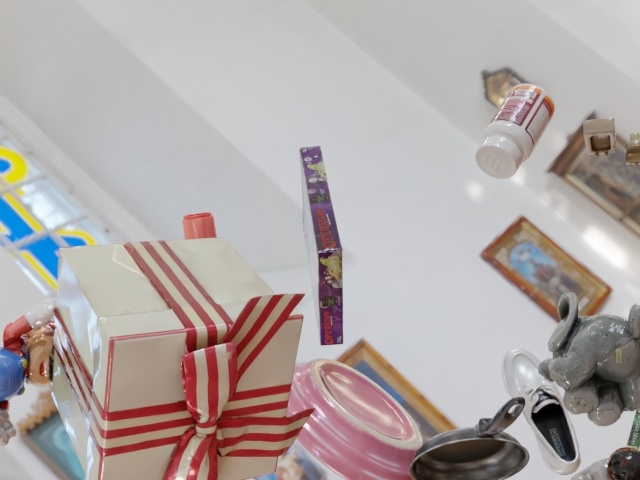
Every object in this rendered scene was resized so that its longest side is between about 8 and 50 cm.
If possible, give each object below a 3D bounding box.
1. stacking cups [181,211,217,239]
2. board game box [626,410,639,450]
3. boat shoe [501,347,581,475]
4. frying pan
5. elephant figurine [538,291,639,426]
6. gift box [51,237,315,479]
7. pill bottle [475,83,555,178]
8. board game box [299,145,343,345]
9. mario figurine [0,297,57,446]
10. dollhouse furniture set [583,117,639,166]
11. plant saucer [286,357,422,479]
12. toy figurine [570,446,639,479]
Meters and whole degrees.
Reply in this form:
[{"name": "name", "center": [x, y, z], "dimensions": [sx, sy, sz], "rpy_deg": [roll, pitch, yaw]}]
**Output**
[{"name": "stacking cups", "center": [-0.223, 0.102, 1.681], "dimensions": [0.096, 0.316, 0.096], "rpy_deg": [-7, 4, 1]}, {"name": "board game box", "center": [0.654, 0.424, 1.744], "dimensions": [0.259, 0.030, 0.136], "rpy_deg": [-46, -38, -49]}, {"name": "boat shoe", "center": [0.423, 0.310, 1.588], "dimensions": [0.095, 0.258, 0.084], "rpy_deg": [-23, -28, -6]}, {"name": "frying pan", "center": [0.228, 0.320, 1.334], "dimensions": [0.197, 0.053, 0.326], "rpy_deg": [-11, -39, 8]}, {"name": "elephant figurine", "center": [0.417, 0.164, 1.316], "dimensions": [0.186, 0.169, 0.239], "rpy_deg": [-27, 15, 12]}, {"name": "gift box", "center": [-0.155, 0.140, 0.992], "dimensions": [0.276, 0.258, 0.255], "rpy_deg": [-8, -60, -27]}, {"name": "pill bottle", "center": [0.446, -0.251, 1.936], "dimensions": [0.221, 0.121, 0.121], "rpy_deg": [-54, -9, -30]}, {"name": "board game box", "center": [0.000, 0.000, 1.539], "dimensions": [0.056, 0.347, 0.208], "rpy_deg": [-8, -55, -2]}, {"name": "mario figurine", "center": [-0.507, 0.222, 1.422], "dimensions": [0.198, 0.170, 0.320], "rpy_deg": [-44, -12, 34]}, {"name": "dollhouse furniture set", "center": [0.527, -0.138, 1.419], "dimensions": [0.144, 0.151, 0.123], "rpy_deg": [32, -123, -66]}, {"name": "plant saucer", "center": [0.062, 0.326, 1.542], "dimensions": [0.084, 0.332, 0.332], "rpy_deg": [-56, -17, 13]}, {"name": "toy figurine", "center": [0.390, 0.375, 1.028], "dimensions": [0.209, 0.213, 0.148], "rpy_deg": [-49, -12, -29]}]
